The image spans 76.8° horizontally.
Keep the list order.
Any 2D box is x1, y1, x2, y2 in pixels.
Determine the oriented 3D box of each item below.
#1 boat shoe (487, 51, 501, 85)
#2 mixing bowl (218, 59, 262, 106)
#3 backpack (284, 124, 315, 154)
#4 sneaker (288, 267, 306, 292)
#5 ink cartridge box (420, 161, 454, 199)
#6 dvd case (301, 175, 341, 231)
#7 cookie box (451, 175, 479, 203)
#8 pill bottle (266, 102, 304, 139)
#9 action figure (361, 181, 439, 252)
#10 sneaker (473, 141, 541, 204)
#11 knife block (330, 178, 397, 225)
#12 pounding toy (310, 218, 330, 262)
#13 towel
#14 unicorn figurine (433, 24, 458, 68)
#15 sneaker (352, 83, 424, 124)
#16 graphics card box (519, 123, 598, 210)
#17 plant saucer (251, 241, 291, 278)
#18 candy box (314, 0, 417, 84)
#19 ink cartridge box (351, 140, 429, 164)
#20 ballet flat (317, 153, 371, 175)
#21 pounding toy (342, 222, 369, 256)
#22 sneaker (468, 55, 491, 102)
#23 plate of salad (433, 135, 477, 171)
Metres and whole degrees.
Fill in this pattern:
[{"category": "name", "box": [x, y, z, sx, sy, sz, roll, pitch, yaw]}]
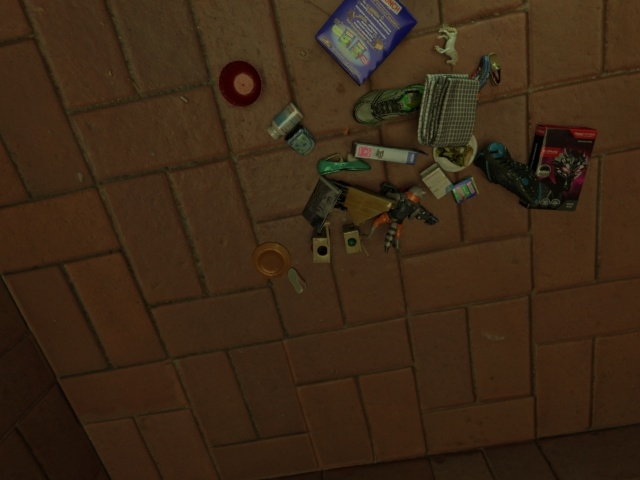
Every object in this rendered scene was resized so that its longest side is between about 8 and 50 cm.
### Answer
[{"category": "boat shoe", "box": [0.736, -0.720, 1.698, 0.050, 0.045, 0.136, -19, 110, 7]}, {"category": "mixing bowl", "box": [-0.330, -0.658, 1.702, 0.181, 0.098, 0.182, 0, 111, 0]}, {"category": "backpack", "box": [-0.082, -0.434, 1.784, 0.105, 0.084, 0.114, -38, 132, 20]}, {"category": "sneaker", "box": [-0.116, 0.203, 2.063, 0.050, 0.070, 0.135, -31, 78, 20]}, {"category": "ink cartridge box", "box": [0.528, -0.280, 1.836, 0.092, 0.090, 0.143, -35, 107, 26]}, {"category": "dvd case", "box": [0.001, -0.171, 1.861, 0.018, 0.164, 0.222, 12, 115, -40]}, {"category": "cookie box", "box": [0.671, -0.238, 1.886, 0.107, 0.040, 0.092, -26, 108, 9]}, {"category": "pill bottle", "box": [-0.156, -0.516, 1.761, 0.160, 0.087, 0.087, -39, 106, 14]}, {"category": "action figure", "box": [0.398, -0.101, 1.871, 0.340, 0.179, 0.331, 24, 112, -11]}, {"category": "sneaker", "box": [0.838, -0.289, 1.802, 0.341, 0.139, 0.125, 45, 67, -3]}, {"category": "knife block", "box": [0.175, -0.205, 1.820, 0.275, 0.088, 0.242, -25, 90, 32]}, {"category": "pounding toy", "box": [0.000, -0.002, 1.906, 0.094, 0.181, 0.206, -1, 111, 1]}, {"category": "towel", "box": [0.527, -0.525, 1.641, 0.234, 0.121, 0.284, -10, 117, -30]}, {"category": "unicorn figurine", "box": [0.524, -0.795, 1.663, 0.111, 0.060, 0.162, 11, 111, -3]}, {"category": "sneaker", "box": [0.301, -0.580, 1.702, 0.342, 0.146, 0.134, -16, 110, 7]}, {"category": "graphics card box", "box": [1.064, -0.323, 1.823, 0.232, 0.094, 0.372, 4, 112, -1]}, {"category": "plant saucer", "box": [-0.248, 0.106, 2.028, 0.199, 0.037, 0.200, 0, 110, 0]}, {"category": "candy box", "box": [0.179, -0.838, 1.618, 0.268, 0.122, 0.317, 42, 107, -13]}, {"category": "ink cartridge box", "box": [0.295, -0.379, 1.757, 0.310, 0.186, 0.065, 5, 108, -2]}, {"category": "ballet flat", "box": [0.107, -0.349, 1.830, 0.246, 0.083, 0.087, -5, 97, 1]}, {"category": "pounding toy", "box": [0.167, 0.001, 1.928, 0.100, 0.141, 0.130, -11, 111, 4]}, {"category": "sneaker", "box": [0.647, -0.667, 1.703, 0.086, 0.083, 0.222, 18, 108, -1]}, {"category": "plate of salad", "box": [0.609, -0.406, 1.819, 0.199, 0.048, 0.200, 0, 112, 1]}]
